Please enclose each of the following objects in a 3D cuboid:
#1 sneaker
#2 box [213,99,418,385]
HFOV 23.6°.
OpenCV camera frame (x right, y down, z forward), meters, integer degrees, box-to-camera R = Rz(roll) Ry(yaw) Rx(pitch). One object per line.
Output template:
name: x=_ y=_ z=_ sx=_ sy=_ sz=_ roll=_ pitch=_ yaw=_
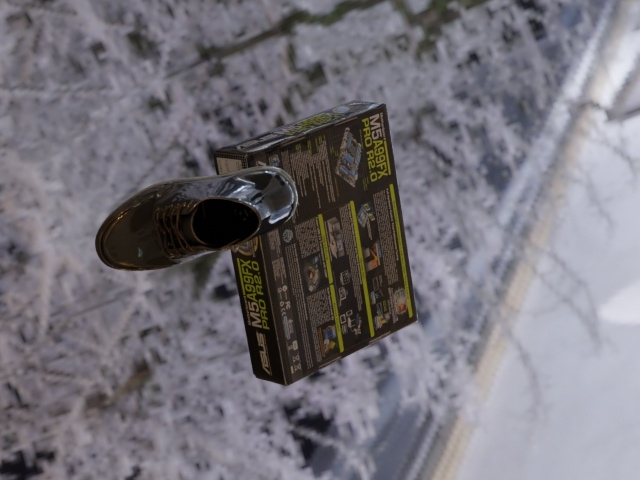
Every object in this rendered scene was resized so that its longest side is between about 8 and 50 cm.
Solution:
sneaker: x=-0.140 y=-0.016 z=1.496 sx=0.083 sy=0.222 sz=0.118 roll=69 pitch=-160 yaw=-6
box: x=0.000 y=0.000 z=1.723 sx=0.216 sy=0.060 sz=0.270 roll=-24 pitch=-67 yaw=-38
